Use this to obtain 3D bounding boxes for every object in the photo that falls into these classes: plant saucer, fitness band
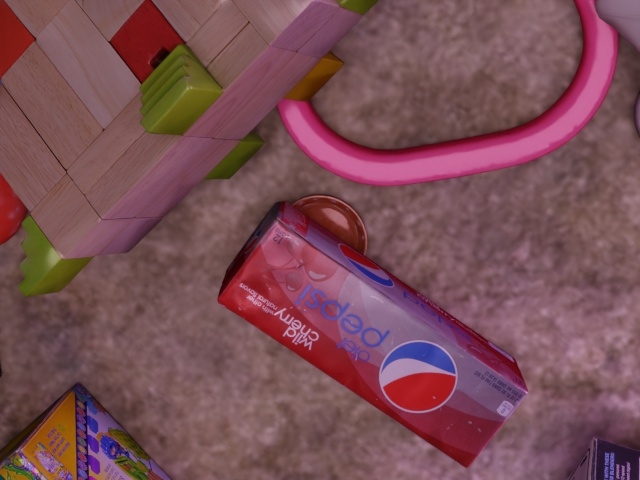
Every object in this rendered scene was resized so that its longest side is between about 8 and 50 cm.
[{"bbox_3d":[0.000,0.000,1.039,0.083,0.013,0.083,1,102,5],"label":"plant saucer"},{"bbox_3d":[0.101,-0.155,0.980,0.291,0.054,0.209,-10,101,7],"label":"fitness band"}]

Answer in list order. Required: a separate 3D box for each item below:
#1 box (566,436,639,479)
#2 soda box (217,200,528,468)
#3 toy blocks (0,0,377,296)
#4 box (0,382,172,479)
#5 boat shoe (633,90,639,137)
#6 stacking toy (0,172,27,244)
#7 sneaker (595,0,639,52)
[{"bbox_3d":[0.339,0.287,0.999,0.290,0.087,0.169,18,134,1],"label":"box"},{"bbox_3d":[0.045,0.078,1.006,0.263,0.083,0.092,35,104,-8],"label":"soda box"},{"bbox_3d":[-0.161,-0.177,0.933,0.381,0.191,0.261,-43,76,20],"label":"toy blocks"},{"bbox_3d":[-0.245,0.341,1.044,0.290,0.177,0.279,-41,96,10],"label":"box"},{"bbox_3d":[0.423,-0.027,0.927,0.367,0.156,0.136,33,102,-3],"label":"boat shoe"},{"bbox_3d":[-0.419,-0.052,1.015,0.330,0.141,0.141,7,102,-4],"label":"stacking toy"},{"bbox_3d":[0.311,-0.095,0.864,0.297,0.111,0.129,44,106,24],"label":"sneaker"}]
